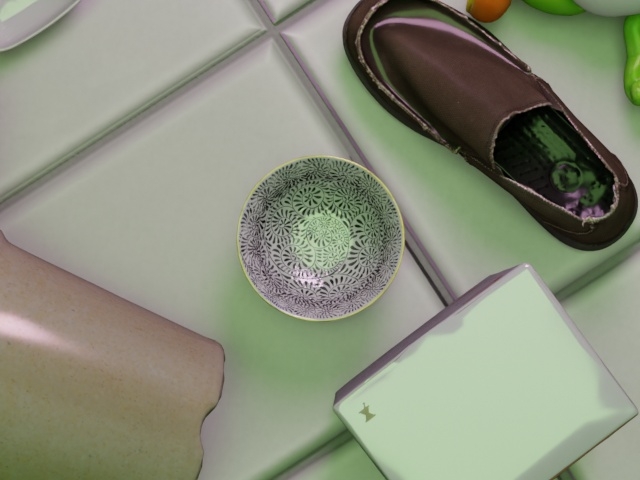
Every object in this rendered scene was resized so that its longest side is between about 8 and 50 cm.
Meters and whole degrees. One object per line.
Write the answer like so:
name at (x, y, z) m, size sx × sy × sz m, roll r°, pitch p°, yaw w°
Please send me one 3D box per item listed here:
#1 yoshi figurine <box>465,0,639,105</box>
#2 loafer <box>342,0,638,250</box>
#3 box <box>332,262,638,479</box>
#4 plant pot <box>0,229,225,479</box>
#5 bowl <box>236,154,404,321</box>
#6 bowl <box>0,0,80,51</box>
yoshi figurine at (0.336, -0.240, 1.801) m, size 0.362 × 0.203 × 0.203 m, roll 16°, pitch 91°, yaw -2°
loafer at (0.182, -0.136, 1.824) m, size 0.366 × 0.130 × 0.134 m, roll 37°, pitch 88°, yaw 3°
box at (0.144, 0.153, 1.701) m, size 0.215 × 0.345 × 0.168 m, roll -37°, pitch 87°, yaw -1°
plant pot at (-0.268, 0.160, 1.744) m, size 0.305 × 0.334 × 0.334 m, roll 19°, pitch 87°, yaw -10°
bowl at (0.000, 0.000, 1.844) m, size 0.170 × 0.080 × 0.170 m, roll 0°, pitch 86°, yaw 0°
bowl at (-0.325, -0.282, 1.864) m, size 0.142 × 0.053 × 0.142 m, roll -35°, pitch 106°, yaw -1°
